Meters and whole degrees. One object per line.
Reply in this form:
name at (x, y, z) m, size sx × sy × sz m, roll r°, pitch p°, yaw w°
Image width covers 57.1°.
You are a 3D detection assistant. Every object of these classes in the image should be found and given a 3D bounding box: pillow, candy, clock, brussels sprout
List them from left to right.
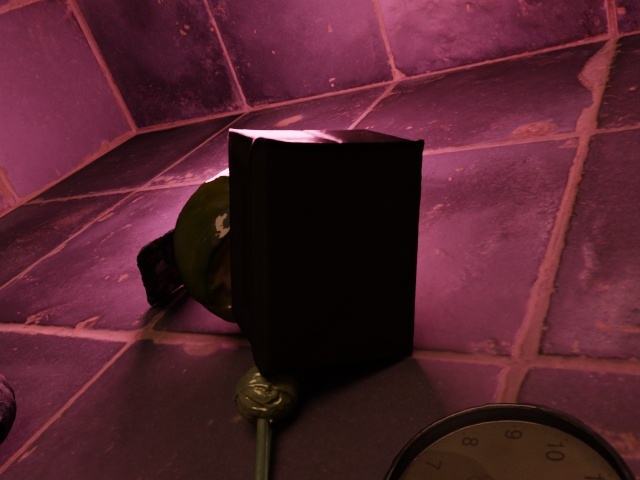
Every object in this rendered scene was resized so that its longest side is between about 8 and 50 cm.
pillow at (-0.318, 0.042, 1.307) m, size 0.034 × 0.256 × 0.189 m, roll 42°, pitch 62°, yaw 16°
candy at (-0.078, 0.301, 0.792) m, size 0.092 × 0.093 × 0.336 m, roll -57°, pitch 21°, yaw 29°
brussels sprout at (-0.105, -0.012, 1.168) m, size 0.371 × 0.276 × 0.315 m, roll -21°, pitch 29°, yaw -2°
clock at (0.194, 0.287, 0.619) m, size 0.280 × 0.055 × 0.281 m, roll -17°, pitch 26°, yaw 9°

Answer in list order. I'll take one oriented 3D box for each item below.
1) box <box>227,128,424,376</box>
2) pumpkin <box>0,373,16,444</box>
box at (0.000, 0.000, 0.923) m, size 0.251 × 0.345 × 0.204 m, roll -4°, pitch 17°, yaw -20°
pumpkin at (-0.672, 0.326, 1.052) m, size 0.233 × 0.163 × 0.233 m, roll -12°, pitch 38°, yaw 10°
